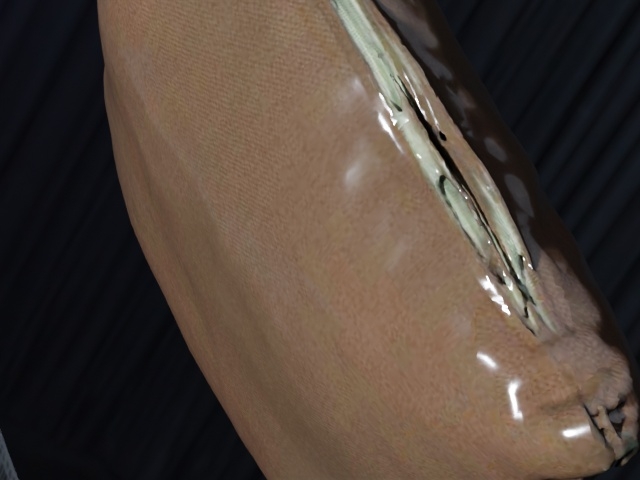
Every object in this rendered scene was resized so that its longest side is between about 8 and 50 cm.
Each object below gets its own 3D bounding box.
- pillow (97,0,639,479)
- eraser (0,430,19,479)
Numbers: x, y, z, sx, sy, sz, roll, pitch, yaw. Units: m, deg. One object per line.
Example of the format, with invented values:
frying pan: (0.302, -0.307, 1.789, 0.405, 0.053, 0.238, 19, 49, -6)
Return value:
pillow: (0.000, 0.000, 0.743, 0.108, 0.305, 0.308, -24, -110, -16)
eraser: (-0.228, 0.159, 1.069, 0.124, 0.210, 0.068, -2, -145, 14)
